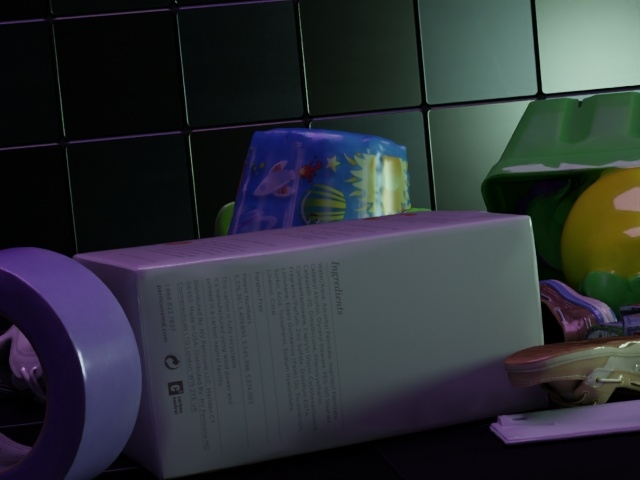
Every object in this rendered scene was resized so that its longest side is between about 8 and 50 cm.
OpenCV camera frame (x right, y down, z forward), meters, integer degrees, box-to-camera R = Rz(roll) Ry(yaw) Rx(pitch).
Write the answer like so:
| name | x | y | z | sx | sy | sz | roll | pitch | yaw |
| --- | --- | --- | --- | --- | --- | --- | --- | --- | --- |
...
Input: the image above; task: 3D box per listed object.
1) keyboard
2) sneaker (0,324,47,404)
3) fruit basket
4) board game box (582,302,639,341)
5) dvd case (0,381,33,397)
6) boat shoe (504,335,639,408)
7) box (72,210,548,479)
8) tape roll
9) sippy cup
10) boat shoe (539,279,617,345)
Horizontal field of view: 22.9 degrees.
| name | x | y | z | sx | sy | sz | roll | pitch | yaw |
| --- | --- | --- | --- | --- | --- | --- | --- | --- | --- |
| keyboard | 0.265 | 0.139 | 1.246 | 0.256 | 0.014 | 0.072 | -6 | 10 | -5 |
| sneaker | -0.233 | 0.123 | 1.559 | 0.118 | 0.110 | 0.292 | -33 | 22 | -26 |
| fruit basket | 0.371 | -0.002 | 1.776 | 0.392 | 0.283 | 0.392 | -11 | 46 | 12 |
| board game box | 0.334 | 0.089 | 1.460 | 0.194 | 0.060 | 0.194 | -7 | 5 | -24 |
| dvd case | -0.304 | 0.151 | 1.705 | 0.087 | 0.013 | 0.119 | -9 | 7 | -35 |
| boat shoe | 0.218 | 0.113 | 1.301 | 0.170 | 0.059 | 0.063 | -3 | 0 | -40 |
| box | -0.012 | 0.076 | 1.346 | 0.345 | 0.168 | 0.215 | -8 | 5 | -21 |
| tape roll | -0.232 | 0.102 | 1.162 | 0.189 | 0.189 | 0.080 | -3 | 5 | 23 |
| sippy cup | 0.000 | 0.000 | 1.660 | 0.305 | 0.224 | 0.240 | 5 | -1 | 19 |
| boat shoe | 0.233 | 0.080 | 1.639 | 0.066 | 0.066 | 0.183 | -9 | 6 | -21 |
